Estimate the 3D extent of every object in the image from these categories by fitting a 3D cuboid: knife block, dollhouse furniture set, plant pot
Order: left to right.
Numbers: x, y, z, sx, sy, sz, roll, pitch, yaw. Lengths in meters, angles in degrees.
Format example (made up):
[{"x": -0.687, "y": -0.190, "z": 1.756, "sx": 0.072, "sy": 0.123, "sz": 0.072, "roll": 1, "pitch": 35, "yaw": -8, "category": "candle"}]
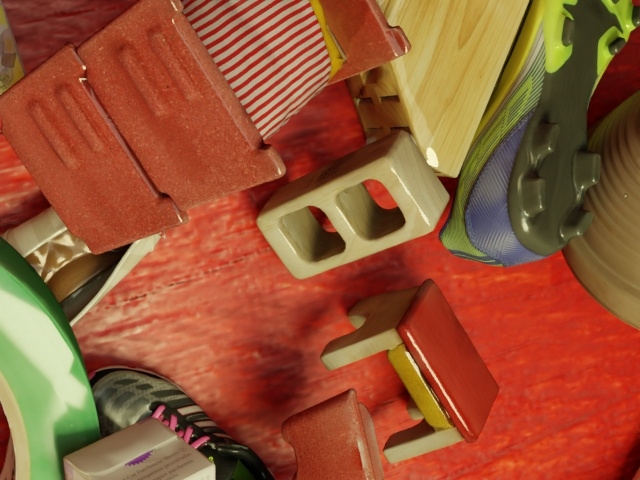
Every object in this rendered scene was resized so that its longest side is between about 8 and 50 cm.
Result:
[{"x": 0.000, "y": 0.000, "z": 0.796, "sx": 0.374, "sy": 0.152, "sz": 0.201, "roll": 57, "pitch": 36, "yaw": -15, "category": "dollhouse furniture set"}, {"x": 0.115, "y": -0.209, "z": 0.906, "sx": 0.242, "sy": 0.088, "sz": 0.276, "roll": -24, "pitch": 102, "yaw": -18, "category": "knife block"}, {"x": 0.283, "y": -0.048, "z": 0.897, "sx": 0.237, "sy": 0.237, "sz": 0.110, "roll": -30, "pitch": 140, "yaw": -17, "category": "plant pot"}]

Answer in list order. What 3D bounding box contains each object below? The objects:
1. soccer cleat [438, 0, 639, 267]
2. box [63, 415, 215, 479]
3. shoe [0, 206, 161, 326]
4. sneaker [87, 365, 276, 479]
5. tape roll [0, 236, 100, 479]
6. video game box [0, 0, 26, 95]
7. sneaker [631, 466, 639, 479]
[{"x": 0.151, "y": -0.114, "z": 0.925, "sx": 0.093, "sy": 0.121, "sz": 0.289, "roll": 34, "pitch": 62, "yaw": -32, "category": "soccer cleat"}, {"x": -0.106, "y": 0.261, "z": 0.800, "sx": 0.067, "sy": 0.063, "sz": 0.324, "roll": -24, "pitch": 129, "yaw": -36, "category": "box"}, {"x": -0.183, "y": 0.025, "z": 0.823, "sx": 0.219, "sy": 0.058, "sz": 0.077, "roll": -41, "pitch": 107, "yaw": -14, "category": "shoe"}, {"x": -0.087, "y": 0.142, "z": 0.862, "sx": 0.170, "sy": 0.075, "sz": 0.063, "roll": 40, "pitch": 80, "yaw": -19, "category": "sneaker"}, {"x": -0.290, "y": 0.124, "z": 0.745, "sx": 0.321, "sy": 0.077, "sz": 0.321, "roll": -4, "pitch": 106, "yaw": -15, "category": "tape roll"}, {"x": -0.297, "y": -0.140, "z": 0.771, "sx": 0.205, "sy": 0.048, "sz": 0.187, "roll": -20, "pitch": 99, "yaw": -19, "category": "video game box"}, {"x": 0.339, "y": 0.299, "z": 1.035, "sx": 0.292, "sy": 0.108, "sz": 0.169, "roll": 32, "pitch": 85, "yaw": -12, "category": "sneaker"}]
